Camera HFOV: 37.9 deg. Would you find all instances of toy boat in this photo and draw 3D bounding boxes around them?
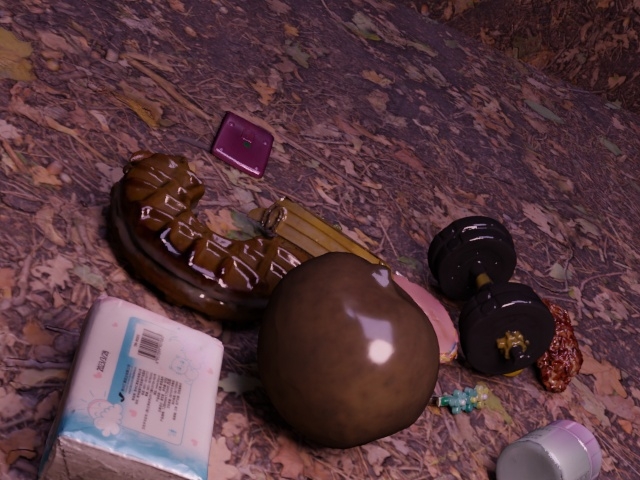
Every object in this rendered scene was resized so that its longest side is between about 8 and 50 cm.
[{"bbox_3d":[-0.003,0.024,1.707,0.310,0.115,0.089,34,3,24],"label":"toy boat"}]

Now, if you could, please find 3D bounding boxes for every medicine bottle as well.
[{"bbox_3d":[0.392,0.384,1.589,0.168,0.135,0.135,-11,53,-50],"label":"medicine bottle"}]

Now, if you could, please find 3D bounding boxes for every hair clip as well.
[{"bbox_3d":[0.262,0.290,1.694,0.172,0.049,0.049,0,44,-46],"label":"hair clip"}]

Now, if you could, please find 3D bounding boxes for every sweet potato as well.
[{"bbox_3d":[-0.326,-0.151,1.752,0.034,0.034,0.095,50,24,25],"label":"sweet potato"}]

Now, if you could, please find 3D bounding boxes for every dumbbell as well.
[{"bbox_3d":[0.329,0.102,1.833,0.185,0.185,0.388,19,31,-25],"label":"dumbbell"}]

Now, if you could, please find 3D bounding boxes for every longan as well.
[{"bbox_3d":[0.038,0.164,1.419,0.297,0.297,0.297,25,32,-16],"label":"longan"}]

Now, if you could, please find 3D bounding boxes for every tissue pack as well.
[{"bbox_3d":[-0.241,0.218,1.220,0.201,0.124,0.271,25,32,-17],"label":"tissue pack"}]

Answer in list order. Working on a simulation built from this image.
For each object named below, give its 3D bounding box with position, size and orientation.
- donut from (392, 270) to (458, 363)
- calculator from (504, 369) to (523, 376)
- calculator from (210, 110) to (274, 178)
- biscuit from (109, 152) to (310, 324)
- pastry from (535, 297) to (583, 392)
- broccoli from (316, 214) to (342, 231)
[{"bbox_3d":[0.159,0.164,1.723,0.199,0.085,0.233,28,31,-10],"label":"donut"},{"bbox_3d":[0.366,0.192,1.937,0.146,0.032,0.235,29,32,-10],"label":"calculator"},{"bbox_3d":[-0.162,-0.209,1.994,0.126,0.034,0.191,29,32,-13],"label":"calculator"},{"bbox_3d":[-0.202,0.003,1.573,0.366,0.115,0.268,34,29,2],"label":"biscuit"},{"bbox_3d":[0.485,0.216,1.935,0.115,0.097,0.209,42,27,-24],"label":"pastry"},{"bbox_3d":[0.000,0.000,1.800,0.095,0.092,0.097,51,12,-12],"label":"broccoli"}]
